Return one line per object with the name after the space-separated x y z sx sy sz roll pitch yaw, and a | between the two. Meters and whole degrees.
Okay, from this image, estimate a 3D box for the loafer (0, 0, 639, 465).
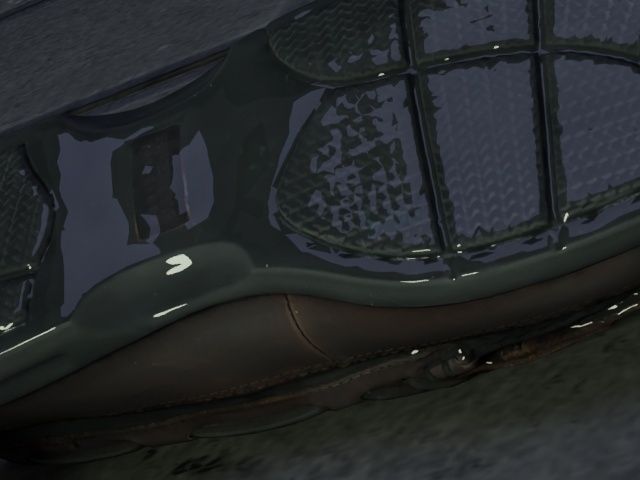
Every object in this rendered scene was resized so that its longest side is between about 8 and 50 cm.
0.000 0.000 0.541 0.303 0.095 0.109 -15 54 21 | loafer
